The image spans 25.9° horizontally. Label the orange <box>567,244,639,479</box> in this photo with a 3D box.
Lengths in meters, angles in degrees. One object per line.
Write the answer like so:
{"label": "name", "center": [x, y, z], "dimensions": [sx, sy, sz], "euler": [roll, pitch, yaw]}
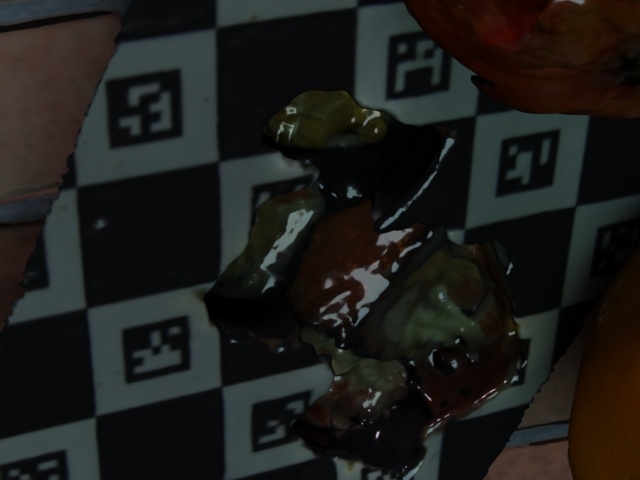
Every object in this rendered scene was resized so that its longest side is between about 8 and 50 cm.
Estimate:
{"label": "orange", "center": [0.229, 0.078, 0.651], "dimensions": [0.249, 0.183, 0.249], "euler": [-4, 119, -8]}

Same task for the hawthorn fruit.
{"label": "hawthorn fruit", "center": [0.096, -0.131, 0.483], "dimensions": [0.173, 0.173, 0.179], "euler": [-41, 87, 20]}

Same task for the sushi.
{"label": "sushi", "center": [0.000, 0.000, 0.623], "dimensions": [0.292, 0.059, 0.294], "euler": [14, 115, -33]}
